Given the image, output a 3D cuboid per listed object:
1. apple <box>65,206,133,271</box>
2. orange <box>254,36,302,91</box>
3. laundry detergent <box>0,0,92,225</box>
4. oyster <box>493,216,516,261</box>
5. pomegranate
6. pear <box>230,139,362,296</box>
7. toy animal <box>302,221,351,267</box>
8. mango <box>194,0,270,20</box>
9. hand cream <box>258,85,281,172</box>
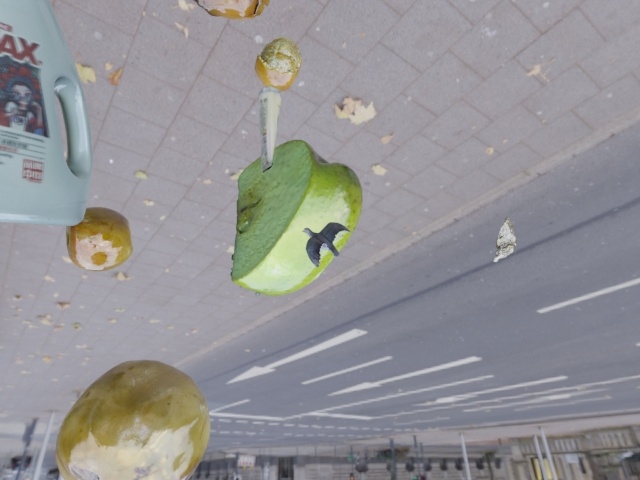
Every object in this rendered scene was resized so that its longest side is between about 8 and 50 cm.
[{"bbox_3d":[-0.578,-0.005,1.061,0.155,0.182,0.182,0,154,-38],"label":"apple"},{"bbox_3d":[-0.125,-0.514,1.173,0.134,0.157,0.156,12,148,-5],"label":"orange"},{"bbox_3d":[-0.436,-0.224,0.553,0.124,0.398,0.264,4,180,24],"label":"laundry detergent"},{"bbox_3d":[0.400,-0.002,0.866,0.038,0.081,0.083,23,146,33],"label":"oyster"},{"bbox_3d":[-0.429,0.444,0.950,0.332,0.333,0.332,-1,149,-1],"label":"pomegranate"},{"bbox_3d":[-0.034,-0.053,0.743,0.159,0.292,0.292,26,140,-35],"label":"pear"},{"bbox_3d":[0.000,0.001,0.470,0.050,0.084,0.028,11,123,26],"label":"toy animal"},{"bbox_3d":[-0.244,-0.642,0.929,0.201,0.153,0.287,-37,134,19],"label":"mango"},{"bbox_3d":[-0.087,-0.192,0.693,0.039,0.143,0.061,3,177,-25],"label":"hand cream"}]
